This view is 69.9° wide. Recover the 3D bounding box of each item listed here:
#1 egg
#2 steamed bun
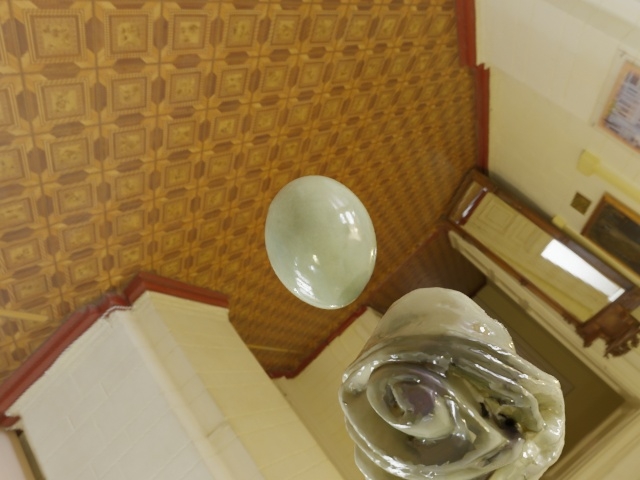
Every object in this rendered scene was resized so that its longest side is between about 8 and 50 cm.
[{"bbox_3d":[0.000,0.000,0.784,0.187,0.253,0.186,-10,144,-7],"label":"egg"},{"bbox_3d":[0.197,0.262,0.718,0.352,0.339,0.247,-58,158,-7],"label":"steamed bun"}]
